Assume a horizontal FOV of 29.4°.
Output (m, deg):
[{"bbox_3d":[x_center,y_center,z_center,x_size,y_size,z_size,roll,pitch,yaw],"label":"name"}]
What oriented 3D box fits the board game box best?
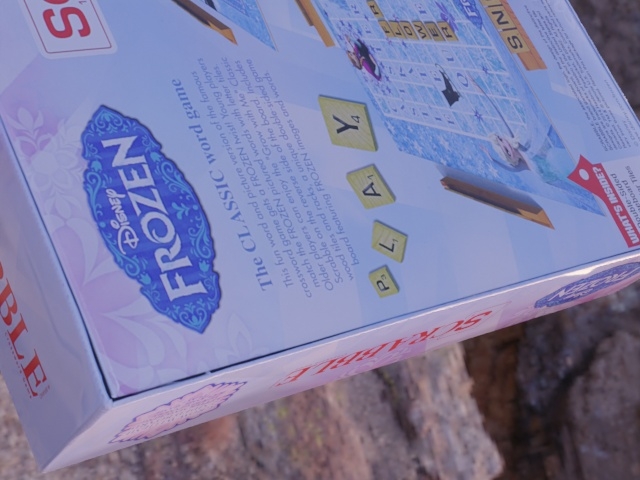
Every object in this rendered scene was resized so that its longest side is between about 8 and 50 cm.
[{"bbox_3d":[-0.024,-0.098,0.515,0.318,0.066,0.319,-11,68,-39],"label":"board game box"}]
